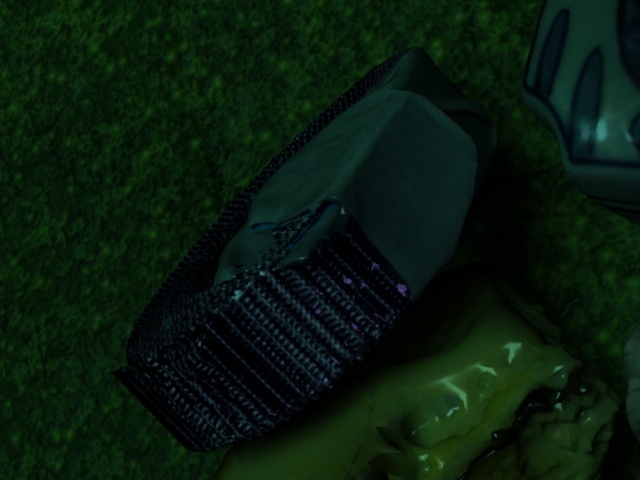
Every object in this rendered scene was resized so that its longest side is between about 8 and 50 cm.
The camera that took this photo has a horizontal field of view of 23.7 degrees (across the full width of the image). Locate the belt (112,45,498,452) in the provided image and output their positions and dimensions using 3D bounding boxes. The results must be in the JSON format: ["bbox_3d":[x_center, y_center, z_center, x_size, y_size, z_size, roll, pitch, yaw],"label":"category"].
[{"bbox_3d":[0.000,0.000,1.049,0.260,0.122,0.325,-33,15,49],"label":"belt"}]

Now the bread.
[{"bbox_3d":[0.062,0.148,1.005,0.262,0.162,0.204,-34,37,-2],"label":"bread"}]

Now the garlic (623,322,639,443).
[{"bbox_3d":[0.265,0.094,0.923,0.159,0.102,0.147,-4,68,11],"label":"garlic"}]

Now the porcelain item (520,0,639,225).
[{"bbox_3d":[0.285,-0.143,0.961,0.286,0.157,0.281,11,79,38],"label":"porcelain item"}]
